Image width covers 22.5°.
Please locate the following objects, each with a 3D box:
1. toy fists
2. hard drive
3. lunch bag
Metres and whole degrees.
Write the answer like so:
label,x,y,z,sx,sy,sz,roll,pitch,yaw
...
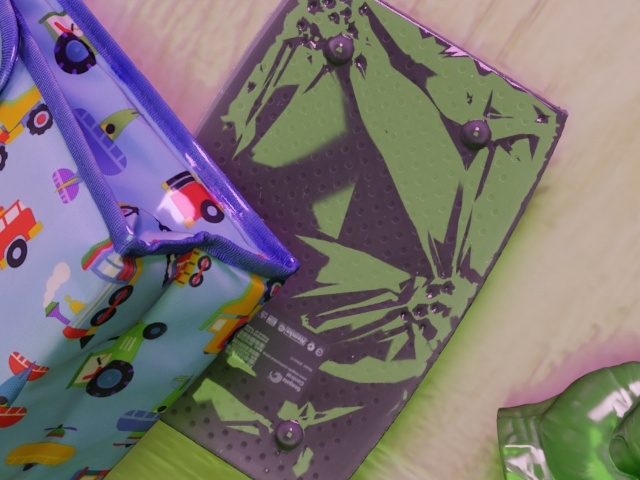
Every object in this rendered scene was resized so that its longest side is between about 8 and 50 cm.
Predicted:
label,x,y,z,sx,sy,sz,roll,pitch,yaw
toy fists,0.186,0.199,0.831,0.142,0.096,0.279,-13,93,9
hard drive,0.000,0.000,0.859,0.172,0.054,0.254,32,101,4
lunch bag,-0.188,-0.022,0.842,0.221,0.138,0.293,-47,60,19
